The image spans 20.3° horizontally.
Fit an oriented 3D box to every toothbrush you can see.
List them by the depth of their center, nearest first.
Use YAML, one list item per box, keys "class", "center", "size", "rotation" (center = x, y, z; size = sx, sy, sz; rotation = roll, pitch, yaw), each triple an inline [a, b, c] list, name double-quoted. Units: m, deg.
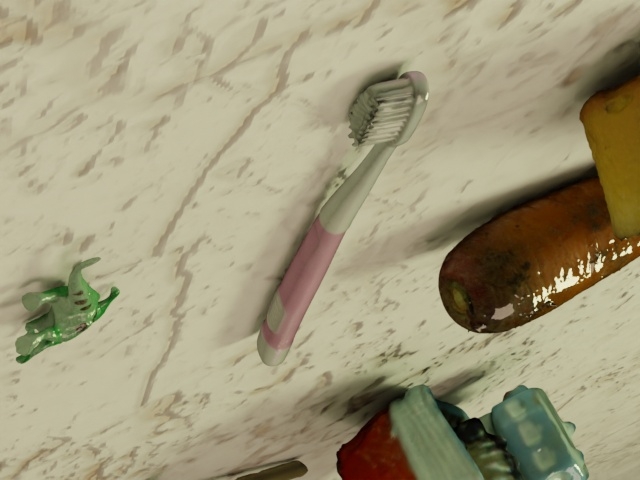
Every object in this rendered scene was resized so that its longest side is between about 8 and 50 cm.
- class: "toothbrush"
  center: [0.000, 0.000, 0.797]
  size: [0.025, 0.020, 0.286]
  rotation: [-13, 159, -18]

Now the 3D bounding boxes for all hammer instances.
- class: "hammer"
  center: [-0.063, 0.162, 1.190]
  size: [0.060, 0.028, 0.195]
  rotation: [-46, 160, 30]

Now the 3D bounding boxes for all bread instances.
- class: "bread"
  center: [0.218, -0.049, 0.863]
  size: [0.102, 0.094, 0.245]
  rotation: [-17, 172, 42]

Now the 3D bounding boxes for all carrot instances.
- class: "carrot"
  center: [0.141, -0.004, 0.946]
  size: [0.186, 0.060, 0.060]
  rotation: [-25, 164, -27]

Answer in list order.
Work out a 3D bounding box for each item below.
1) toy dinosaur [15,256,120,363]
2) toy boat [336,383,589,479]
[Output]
- class: "toy dinosaur"
  center: [-0.096, 0.026, 0.722]
  size: [0.083, 0.021, 0.062]
  rotation: [-34, 170, 34]
- class: "toy boat"
  center: [0.110, 0.162, 1.234]
  size: [0.133, 0.145, 0.332]
  rotation: [-31, 169, 9]
